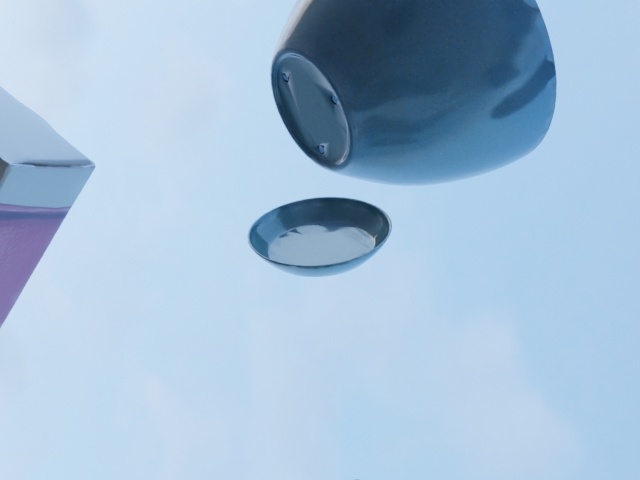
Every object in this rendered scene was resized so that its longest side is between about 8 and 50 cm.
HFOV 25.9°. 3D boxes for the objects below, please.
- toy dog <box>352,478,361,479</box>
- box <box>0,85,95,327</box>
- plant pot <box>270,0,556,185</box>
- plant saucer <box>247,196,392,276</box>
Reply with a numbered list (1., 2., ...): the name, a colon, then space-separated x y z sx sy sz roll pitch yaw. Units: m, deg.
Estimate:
1. toy dog: 0.016 0.325 1.115 0.333 0.220 0.161 -48 -146 -4
2. box: -0.329 -0.013 1.199 0.148 0.127 0.232 38 -73 18
3. plant pot: 0.066 -0.169 1.407 0.290 0.195 0.290 41 -31 33
4. plant saucer: 0.000 0.000 1.148 0.119 0.119 0.021 19 -53 38
